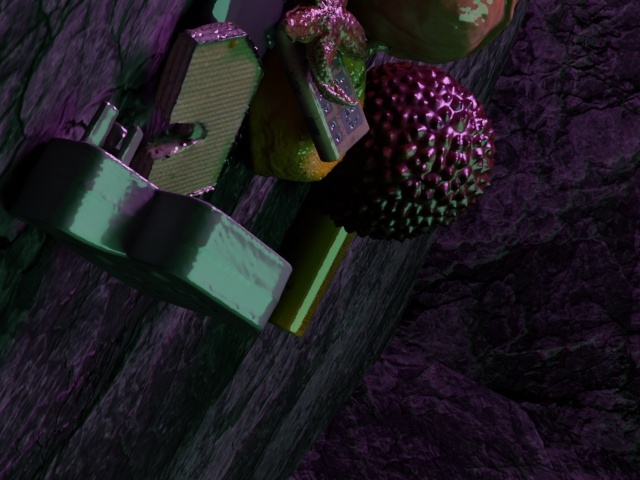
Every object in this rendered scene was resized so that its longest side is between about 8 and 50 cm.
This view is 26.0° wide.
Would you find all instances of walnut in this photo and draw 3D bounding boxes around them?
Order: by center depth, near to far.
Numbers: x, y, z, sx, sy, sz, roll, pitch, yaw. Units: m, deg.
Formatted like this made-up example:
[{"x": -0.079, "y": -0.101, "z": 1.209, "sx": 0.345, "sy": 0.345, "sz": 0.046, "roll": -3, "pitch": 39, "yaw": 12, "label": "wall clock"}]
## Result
[{"x": 0.159, "y": -0.387, "z": 1.972, "sx": 0.296, "sy": 0.285, "sz": 0.285, "roll": -44, "pitch": 159, "yaw": -42, "label": "walnut"}]

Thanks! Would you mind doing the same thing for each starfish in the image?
[{"x": 0.014, "y": -0.294, "z": 1.787, "sx": 0.277, "sy": 0.062, "sz": 0.235, "roll": 0, "pitch": 93, "yaw": -56, "label": "starfish"}]

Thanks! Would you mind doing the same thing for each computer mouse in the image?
[{"x": -0.091, "y": -0.262, "z": 1.658, "sx": 0.120, "sy": 0.057, "sz": 0.232, "roll": -62, "pitch": 168, "yaw": -3, "label": "computer mouse"}]

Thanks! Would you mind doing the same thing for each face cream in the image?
[{"x": 0.000, "y": 0.000, "z": 2.520, "sx": 0.348, "sy": 0.105, "sz": 0.105, "roll": -62, "pitch": 168, "yaw": -2, "label": "face cream"}]

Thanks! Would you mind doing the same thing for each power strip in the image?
[{"x": -0.179, "y": -0.027, "z": 1.429, "sx": 0.261, "sy": 0.229, "sz": 0.141, "roll": 38, "pitch": 72, "yaw": -43, "label": "power strip"}, {"x": -0.008, "y": -0.233, "z": 1.845, "sx": 0.092, "sy": 0.034, "sz": 0.268, "roll": -43, "pitch": 124, "yaw": -35, "label": "power strip"}]

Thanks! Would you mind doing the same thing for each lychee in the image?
[{"x": 0.135, "y": -0.148, "z": 2.312, "sx": 0.330, "sy": 0.306, "sz": 0.306, "roll": -51, "pitch": 164, "yaw": -24, "label": "lychee"}]

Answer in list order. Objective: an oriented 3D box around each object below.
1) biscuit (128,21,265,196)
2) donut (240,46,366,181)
[{"x": -0.142, "y": -0.147, "z": 1.600, "sx": 0.147, "sy": 0.046, "sz": 0.250, "roll": -22, "pitch": 147, "yaw": -46, "label": "biscuit"}, {"x": -0.023, "y": -0.199, "z": 1.987, "sx": 0.253, "sy": 0.118, "sz": 0.253, "roll": -45, "pitch": 145, "yaw": -45, "label": "donut"}]
